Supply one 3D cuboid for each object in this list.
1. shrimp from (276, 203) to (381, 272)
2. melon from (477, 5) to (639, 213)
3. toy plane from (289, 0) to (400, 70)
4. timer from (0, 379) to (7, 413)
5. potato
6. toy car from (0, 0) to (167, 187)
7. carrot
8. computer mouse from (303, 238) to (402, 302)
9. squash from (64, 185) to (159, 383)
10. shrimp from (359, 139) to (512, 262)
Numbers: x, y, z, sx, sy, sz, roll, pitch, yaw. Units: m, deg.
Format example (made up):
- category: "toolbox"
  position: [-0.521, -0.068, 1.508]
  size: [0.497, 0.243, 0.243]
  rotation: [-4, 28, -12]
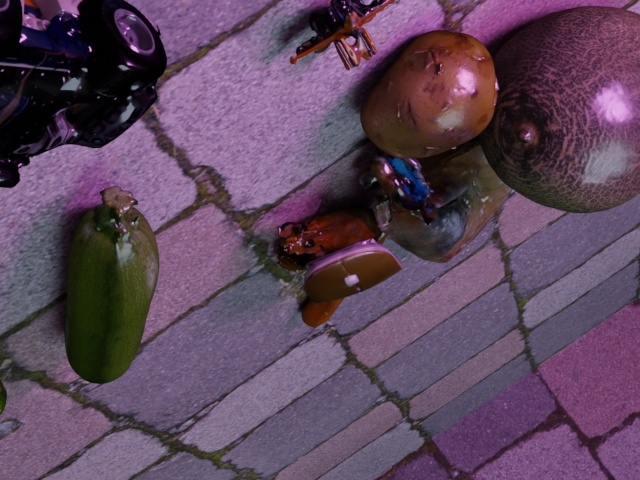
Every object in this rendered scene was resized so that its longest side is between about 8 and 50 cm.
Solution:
- category: "shrimp"
  position: [0.000, 0.000, 1.650]
  size: [0.150, 0.068, 0.249]
  rotation: [-35, 164, 16]
- category: "melon"
  position: [0.331, -0.164, 1.524]
  size: [0.329, 0.248, 0.248]
  rotation: [-24, 159, -50]
- category: "toy plane"
  position: [0.024, -0.215, 1.203]
  size: [0.135, 0.062, 0.188]
  rotation: [-32, 172, 2]
- category: "timer"
  position: [-0.442, 0.203, 1.457]
  size: [0.140, 0.047, 0.128]
  rotation: [-32, 158, -5]
- category: "potato"
  position: [0.125, -0.157, 1.408]
  size: [0.137, 0.137, 0.176]
  rotation: [-17, 155, -38]
- category: "toy car"
  position: [-0.251, -0.129, 0.932]
  size: [0.193, 0.118, 0.301]
  rotation: [-35, 161, 27]
- category: "carrot"
  position: [0.038, 0.049, 1.838]
  size: [0.043, 0.043, 0.248]
  rotation: [-12, 148, -44]
- category: "computer mouse"
  position: [0.044, 0.042, 1.655]
  size: [0.126, 0.056, 0.245]
  rotation: [-22, 173, 4]
- category: "squash"
  position: [-0.233, 0.054, 1.376]
  size: [0.101, 0.101, 0.378]
  rotation: [-24, 155, -24]
- category: "shrimp"
  position: [0.173, -0.070, 1.700]
  size: [0.221, 0.110, 0.446]
  rotation: [-50, 159, 12]
